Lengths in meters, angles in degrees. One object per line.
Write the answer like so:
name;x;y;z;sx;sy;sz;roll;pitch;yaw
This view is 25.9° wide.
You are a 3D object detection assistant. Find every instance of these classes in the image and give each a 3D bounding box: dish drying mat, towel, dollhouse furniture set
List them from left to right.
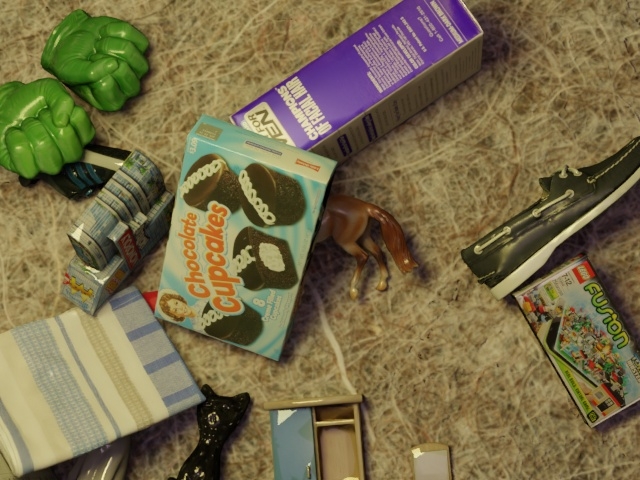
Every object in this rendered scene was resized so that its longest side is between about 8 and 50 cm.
towel;-0.320;0.180;1.847;0.285;0.034;0.209;-19;62;-30
dish drying mat;-0.238;0.088;1.965;0.083;0.008;0.032;-10;78;6
dollhouse furniture set;0.033;0.293;1.760;0.286;0.303;0.198;-6;83;5

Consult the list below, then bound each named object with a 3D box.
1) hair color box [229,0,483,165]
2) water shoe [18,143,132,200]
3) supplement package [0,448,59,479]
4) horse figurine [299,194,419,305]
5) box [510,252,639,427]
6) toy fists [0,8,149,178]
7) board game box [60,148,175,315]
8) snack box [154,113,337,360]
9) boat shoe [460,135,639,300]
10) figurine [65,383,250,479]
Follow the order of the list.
hair color box;0.053;-0.201;1.886;0.338;0.185;0.110;-35;80;0
water shoe;-0.331;-0.095;1.978;0.203;0.073;0.080;12;104;12
supplement package;-0.465;0.361;1.820;0.199;0.263;0.198;-34;80;1
horse figurine;0.000;0.000;1.898;0.263;0.066;0.175;-5;108;7
box;0.355;0.133;1.861;0.114;0.036;0.207;-31;94;1
toy fists;-0.351;-0.206;1.933;0.142;0.096;0.279;30;65;17
board game box;-0.276;-0.002;1.869;0.060;0.194;0.194;33;75;9
snack box;-0.104;0.003;1.829;0.187;0.322;0.060;19;40;5
boat shoe;0.323;-0.048;1.874;0.302;0.114;0.091;-41;86;-2
figurine;-0.223;0.278;1.906;0.214;0.092;0.209;17;76;8
